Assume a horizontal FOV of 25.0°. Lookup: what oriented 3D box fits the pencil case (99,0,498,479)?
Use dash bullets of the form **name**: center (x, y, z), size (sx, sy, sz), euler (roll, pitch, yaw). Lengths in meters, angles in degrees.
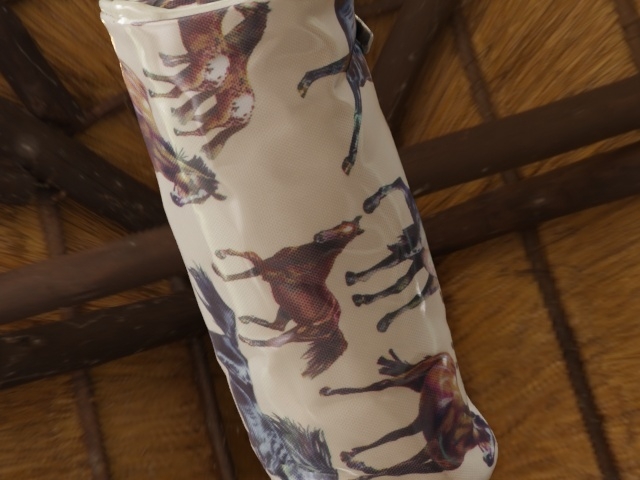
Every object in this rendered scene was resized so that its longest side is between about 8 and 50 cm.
- **pencil case**: center (0.000, 0.000, 0.973), size (0.183, 0.160, 0.410), euler (-28, -69, -29)
